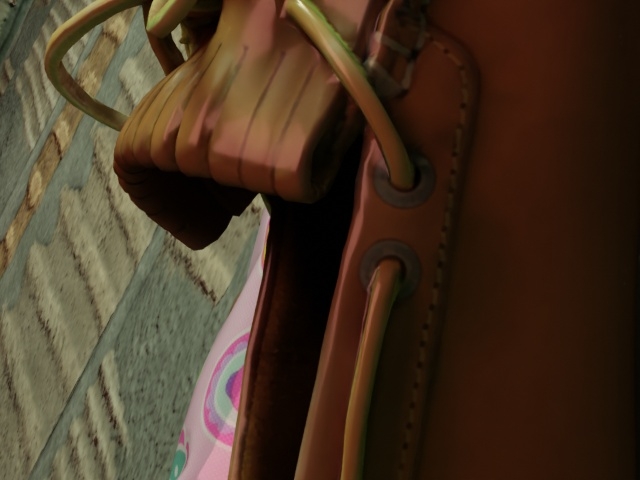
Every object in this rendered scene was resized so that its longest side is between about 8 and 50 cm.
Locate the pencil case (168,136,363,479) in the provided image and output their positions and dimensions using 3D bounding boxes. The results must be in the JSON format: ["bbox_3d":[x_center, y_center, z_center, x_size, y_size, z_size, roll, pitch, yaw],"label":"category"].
[{"bbox_3d":[0.028,0.008,0.529,0.124,0.124,0.284,-3,65,69],"label":"pencil case"}]

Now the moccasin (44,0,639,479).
[{"bbox_3d":[0.004,-0.022,0.410,0.139,0.147,0.380,173,98,-79],"label":"moccasin"}]

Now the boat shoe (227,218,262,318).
[{"bbox_3d":[0.000,0.000,0.701,0.178,0.060,0.064,-41,30,50],"label":"boat shoe"}]
